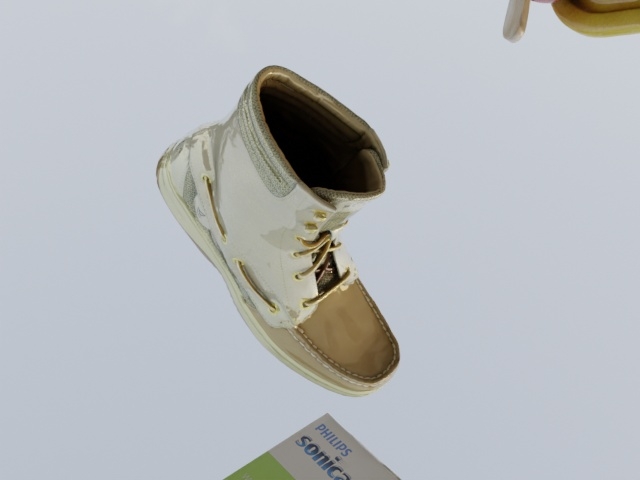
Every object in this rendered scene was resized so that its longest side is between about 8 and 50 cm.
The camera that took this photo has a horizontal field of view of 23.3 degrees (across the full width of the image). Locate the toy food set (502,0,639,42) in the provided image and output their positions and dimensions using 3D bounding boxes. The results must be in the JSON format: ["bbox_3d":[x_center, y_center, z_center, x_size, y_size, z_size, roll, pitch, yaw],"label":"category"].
[{"bbox_3d":[0.149,-0.175,0.793,0.071,0.218,0.128,27,-105,-31],"label":"toy food set"}]

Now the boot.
[{"bbox_3d":[0.000,0.000,0.965,0.077,0.165,0.213,-42,-85,-31],"label":"boot"}]

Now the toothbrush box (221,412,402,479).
[{"bbox_3d":[-0.053,0.302,1.186,0.283,0.206,0.122,-31,-143,-18],"label":"toothbrush box"}]
